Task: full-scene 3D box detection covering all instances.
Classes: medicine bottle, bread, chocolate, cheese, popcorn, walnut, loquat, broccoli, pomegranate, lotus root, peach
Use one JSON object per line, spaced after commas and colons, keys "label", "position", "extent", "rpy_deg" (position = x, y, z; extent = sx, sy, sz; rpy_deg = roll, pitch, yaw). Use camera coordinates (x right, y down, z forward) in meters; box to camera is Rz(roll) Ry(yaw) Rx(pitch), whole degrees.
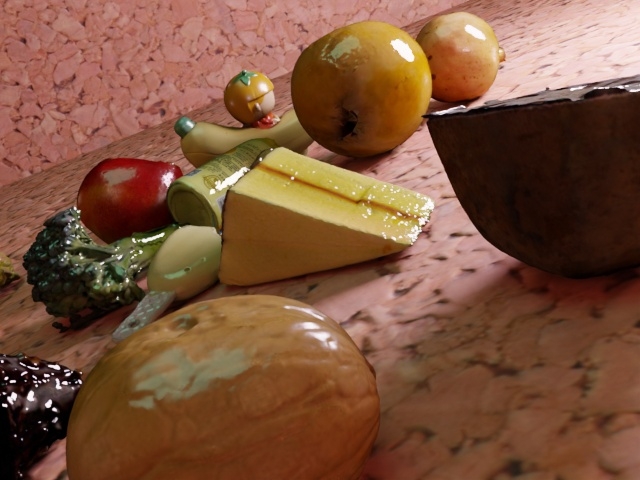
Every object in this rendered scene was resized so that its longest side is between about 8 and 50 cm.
{"label": "medicine bottle", "position": [-0.158, -0.100, 1.281], "extent": [0.124, 0.124, 0.239], "rpy_deg": [-3, 25, 41]}
{"label": "bread", "position": [0.004, 0.000, 0.977], "extent": [0.264, 0.163, 0.167], "rpy_deg": [20, 33, 14]}
{"label": "chocolate", "position": [-0.308, 0.180, 0.748], "extent": [0.156, 0.156, 0.133], "rpy_deg": [-3, -1, 41]}
{"label": "cheese", "position": [-0.210, 0.063, 1.009], "extent": [0.127, 0.050, 0.255], "rpy_deg": [2, 34, 21]}
{"label": "popcorn", "position": [-0.656, 0.064, 1.405], "extent": [0.089, 0.109, 0.096], "rpy_deg": [16, 70, 12]}
{"label": "walnut", "position": [-0.067, 0.131, 0.507], "extent": [0.226, 0.193, 0.193], "rpy_deg": [-23, 20, -2]}
{"label": "loquat", "position": [0.076, -0.281, 1.318], "extent": [0.263, 0.263, 0.263], "rpy_deg": [-19, 20, 7]}
{"label": "broccoli", "position": [-0.310, 0.028, 1.094], "extent": [0.275, 0.177, 0.198], "rpy_deg": [-12, 17, -24]}
{"label": "pomegranate", "position": [0.281, -0.377, 1.459], "extent": [0.191, 0.191, 0.191], "rpy_deg": [-19, 20, 7]}
{"label": "lotus root", "position": [0.249, -0.070, 0.701], "extent": [0.272, 0.192, 0.272], "rpy_deg": [-18, 10, 3]}
{"label": "peach", "position": [-0.342, -0.075, 1.305], "extent": [0.192, 0.190, 0.190], "rpy_deg": [-48, 26, -12]}

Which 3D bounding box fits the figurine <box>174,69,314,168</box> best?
{"label": "figurine", "position": [-0.137, -0.244, 1.479], "extent": [0.325, 0.222, 0.124], "rpy_deg": [-27, 18, -12]}
